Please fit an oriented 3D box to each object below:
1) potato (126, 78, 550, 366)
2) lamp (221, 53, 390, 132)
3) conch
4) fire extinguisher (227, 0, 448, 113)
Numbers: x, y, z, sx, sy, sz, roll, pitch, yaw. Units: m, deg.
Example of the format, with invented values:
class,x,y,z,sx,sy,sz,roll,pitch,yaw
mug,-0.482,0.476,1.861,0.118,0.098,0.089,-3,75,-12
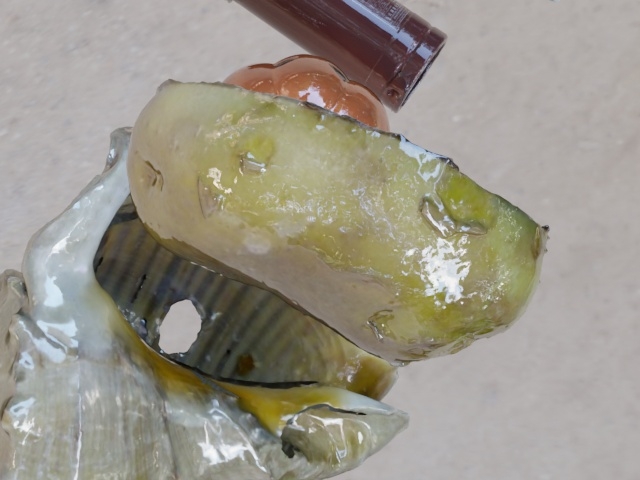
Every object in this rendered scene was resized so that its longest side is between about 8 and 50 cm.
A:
class,x,y,z,sx,sy,sz,roll,pitch,yaw
potato,0.000,0.000,0.695,0.200,0.164,0.081,22,79,7
lamp,-0.025,-0.067,1.301,0.187,0.164,0.188,0,100,-1
conch,-0.102,0.061,0.957,0.324,0.186,0.263,7,102,-38
fire extinguisher,-0.009,-0.237,1.488,0.269,0.105,0.105,34,73,3
